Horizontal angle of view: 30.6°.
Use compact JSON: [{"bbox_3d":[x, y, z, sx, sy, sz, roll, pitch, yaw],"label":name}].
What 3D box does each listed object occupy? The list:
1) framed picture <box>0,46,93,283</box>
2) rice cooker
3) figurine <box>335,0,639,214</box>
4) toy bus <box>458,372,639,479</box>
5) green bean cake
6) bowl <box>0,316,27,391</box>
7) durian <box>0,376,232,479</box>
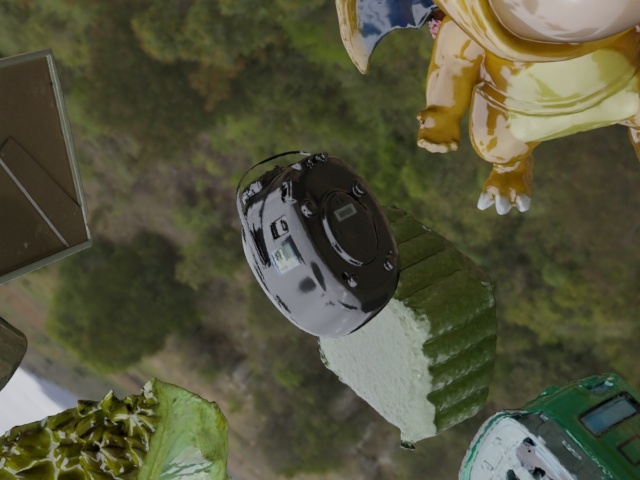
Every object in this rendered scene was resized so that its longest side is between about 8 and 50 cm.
[{"bbox_3d":[-0.414,-0.100,1.587,0.020,0.211,0.290,2,109,38],"label":"framed picture"},{"bbox_3d":[-0.001,-0.001,1.216,0.118,0.142,0.203,-33,85,52],"label":"rice cooker"},{"bbox_3d":[0.152,-0.215,0.944,0.401,0.268,0.387,1,139,27],"label":"figurine"},{"bbox_3d":[0.338,0.303,1.256,0.343,0.199,0.184,48,143,26],"label":"toy bus"},{"bbox_3d":[0.113,0.107,1.557,0.250,0.156,0.247,36,140,42],"label":"green bean cake"},{"bbox_3d":[-0.422,0.126,1.049,0.146,0.289,0.289,55,162,-17],"label":"bowl"},{"bbox_3d":[-0.168,0.217,0.836,0.163,0.198,0.394,29,149,18],"label":"durian"}]
